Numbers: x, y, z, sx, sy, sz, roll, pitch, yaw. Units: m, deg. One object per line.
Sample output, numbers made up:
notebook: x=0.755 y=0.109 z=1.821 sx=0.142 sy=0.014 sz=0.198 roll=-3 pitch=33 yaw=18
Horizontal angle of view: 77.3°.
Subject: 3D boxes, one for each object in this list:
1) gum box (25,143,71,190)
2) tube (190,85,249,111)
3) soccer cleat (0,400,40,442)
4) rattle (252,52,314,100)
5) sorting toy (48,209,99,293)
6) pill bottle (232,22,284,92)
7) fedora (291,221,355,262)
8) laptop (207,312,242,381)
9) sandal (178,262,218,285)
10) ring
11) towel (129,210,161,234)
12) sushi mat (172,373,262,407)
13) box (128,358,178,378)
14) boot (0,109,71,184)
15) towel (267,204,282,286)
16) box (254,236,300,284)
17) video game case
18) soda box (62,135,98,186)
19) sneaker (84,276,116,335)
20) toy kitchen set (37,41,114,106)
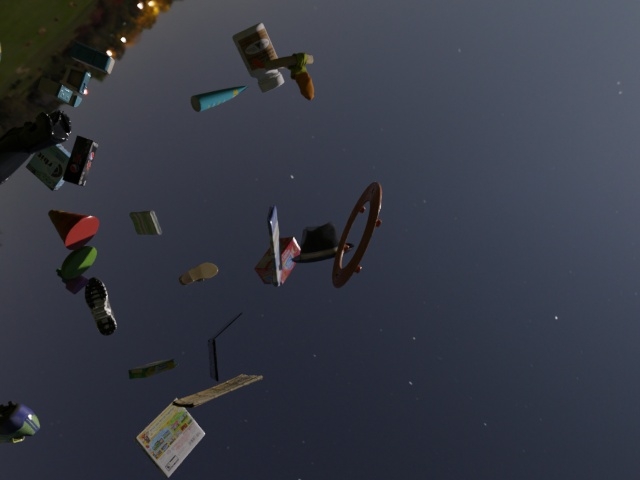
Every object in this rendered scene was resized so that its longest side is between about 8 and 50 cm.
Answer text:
gum box: x=-1.202 y=-0.343 z=1.793 sx=0.184 sy=0.157 sz=0.041 roll=-44 pitch=-174 yaw=14
tube: x=-0.344 y=-0.493 z=1.370 sx=0.080 sy=0.052 sz=0.207 roll=-1 pitch=-153 yaw=46
soccer cleat: x=-0.884 y=0.523 z=1.091 sx=0.289 sy=0.121 sz=0.093 roll=-24 pitch=-156 yaw=23
rattle: x=-0.117 y=-0.523 z=1.281 sx=0.200 sy=0.142 sz=0.130 roll=-1 pitch=-142 yaw=25
sorting toy: x=-0.818 y=0.027 z=1.290 sx=0.365 sy=0.126 sz=0.127 roll=-58 pitch=178 yaw=40
pill bottle: x=-0.237 y=-0.713 z=1.573 sx=0.131 sy=0.229 sz=0.131 roll=-20 pitch=-150 yaw=12
fedora: x=0.000 y=0.000 z=1.872 sx=0.334 sy=0.152 sz=0.334 roll=-13 pitch=-175 yaw=1
laptop: x=-0.417 y=0.468 z=1.765 sx=0.234 sy=0.137 sz=0.264 roll=143 pitch=-59 yaw=-65
sandal: x=-0.664 y=0.184 z=2.129 sx=0.079 sy=0.088 sz=0.240 roll=-24 pitch=180 yaw=36
ring: x=0.112 y=-0.014 z=1.195 sx=0.336 sy=0.032 sz=0.336 roll=-158 pitch=-90 yaw=-81
towel: x=-0.780 y=-0.075 z=1.774 sx=0.152 sy=0.113 sz=0.023 roll=-1 pitch=-158 yaw=29
sushi mat: x=-0.380 y=0.560 z=1.499 sx=0.152 sy=0.317 sz=0.019 roll=-14 pitch=-96 yaw=40
box: x=-0.712 y=0.548 z=1.719 sx=0.105 sy=0.179 sz=0.043 roll=-14 pitch=-99 yaw=24
boot: x=-0.865 y=-0.280 z=1.176 sx=0.207 sy=0.094 sz=0.246 roll=-14 pitch=-133 yaw=16
towel: x=-0.186 y=0.021 z=1.603 sx=0.034 sy=0.284 sz=0.209 roll=-4 pitch=-157 yaw=-1
box: x=-0.221 y=0.106 z=2.143 sx=0.128 sy=0.122 sz=0.256 roll=-4 pitch=-142 yaw=33
video game case: x=-0.618 y=0.810 z=1.654 sx=0.026 sy=0.206 sz=0.227 roll=-35 pitch=-176 yaw=34
soda box: x=-0.858 y=-0.283 z=1.430 sx=0.053 sy=0.060 sz=0.168 roll=-176 pitch=-76 yaw=-81
sneaker: x=-0.874 y=0.260 z=1.585 sx=0.078 sy=0.234 sz=0.106 roll=-19 pitch=-176 yaw=-29
toy kitchen set: x=-0.789 y=-0.543 z=1.303 sx=0.166 sy=0.122 sz=0.207 roll=-156 pitch=-94 yaw=-77
